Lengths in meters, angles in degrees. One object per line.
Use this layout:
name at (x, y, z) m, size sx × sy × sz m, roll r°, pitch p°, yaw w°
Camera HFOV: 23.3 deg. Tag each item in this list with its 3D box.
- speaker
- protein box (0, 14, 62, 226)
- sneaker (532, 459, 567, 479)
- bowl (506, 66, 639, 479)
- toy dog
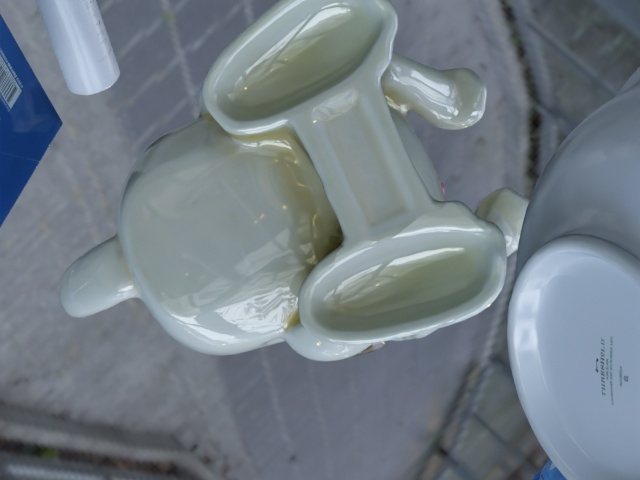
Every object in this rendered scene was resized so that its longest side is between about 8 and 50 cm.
speaker at (-0.233, -0.205, 1.467) m, size 0.055 × 0.055 × 0.136 m, roll -39°, pitch 137°, yaw -25°
protein box at (-0.347, -0.097, 1.278) m, size 0.201 × 0.136 × 0.200 m, roll -67°, pitch 147°, yaw -37°
sneaker at (0.274, 0.283, 1.535) m, size 0.091 × 0.126 × 0.240 m, roll -25°, pitch 142°, yaw 2°
bowl at (0.187, 0.050, 0.773) m, size 0.134 × 0.298 × 0.298 m, roll -18°, pitch 151°, yaw -28°
toy dog at (0.000, 0.000, 1.380) m, size 0.395 × 0.284 × 0.408 m, roll -35°, pitch 171°, yaw 7°
